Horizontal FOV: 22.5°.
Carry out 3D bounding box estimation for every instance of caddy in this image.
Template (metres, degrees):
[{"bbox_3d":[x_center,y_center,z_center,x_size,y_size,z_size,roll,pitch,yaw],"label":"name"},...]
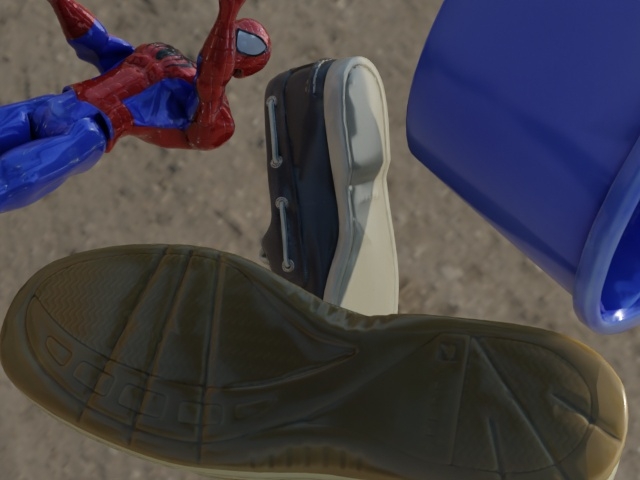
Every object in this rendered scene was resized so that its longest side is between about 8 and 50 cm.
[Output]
[{"bbox_3d":[0.196,-0.112,0.765,0.179,0.341,0.241,38,31,23],"label":"caddy"}]

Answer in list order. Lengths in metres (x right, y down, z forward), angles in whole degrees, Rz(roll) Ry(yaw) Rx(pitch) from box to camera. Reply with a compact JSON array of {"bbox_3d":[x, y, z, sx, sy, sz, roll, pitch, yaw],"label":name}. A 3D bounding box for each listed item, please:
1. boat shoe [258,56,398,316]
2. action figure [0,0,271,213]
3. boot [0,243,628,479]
[{"bbox_3d":[0.000,0.000,0.913,0.075,0.065,0.206,-3,94,-59],"label":"boat shoe"},{"bbox_3d":[-0.129,-0.076,0.756,0.280,0.139,0.091,-27,51,-35],"label":"action figure"},{"bbox_3d":[0.002,0.093,0.716,0.262,0.203,0.095,8,64,13],"label":"boot"}]
